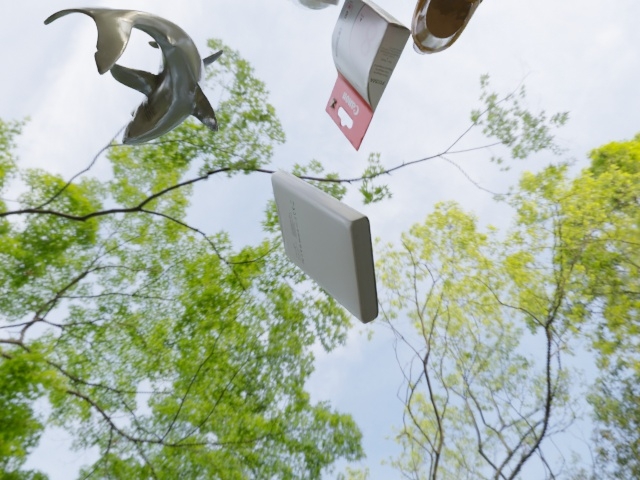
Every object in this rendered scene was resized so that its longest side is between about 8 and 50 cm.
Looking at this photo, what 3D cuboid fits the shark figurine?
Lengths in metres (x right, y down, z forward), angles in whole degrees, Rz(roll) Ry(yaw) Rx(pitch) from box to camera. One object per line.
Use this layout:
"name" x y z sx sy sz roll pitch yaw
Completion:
"shark figurine" -0.154 -0.168 0.549 0.166 0.278 0.116 -32 -93 -12

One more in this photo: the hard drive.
"hard drive" 0.000 0.000 0.963 0.040 0.308 0.202 -21 -60 -23

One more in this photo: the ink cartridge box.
"ink cartridge box" 0.060 -0.313 0.942 0.066 0.189 0.232 9 -56 -31

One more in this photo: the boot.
"boot" 0.207 -0.398 0.691 0.104 0.211 0.295 27 -71 -5

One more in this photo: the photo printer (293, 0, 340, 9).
"photo printer" 0.000 -0.590 1.000 0.107 0.307 0.255 6 -68 -9
